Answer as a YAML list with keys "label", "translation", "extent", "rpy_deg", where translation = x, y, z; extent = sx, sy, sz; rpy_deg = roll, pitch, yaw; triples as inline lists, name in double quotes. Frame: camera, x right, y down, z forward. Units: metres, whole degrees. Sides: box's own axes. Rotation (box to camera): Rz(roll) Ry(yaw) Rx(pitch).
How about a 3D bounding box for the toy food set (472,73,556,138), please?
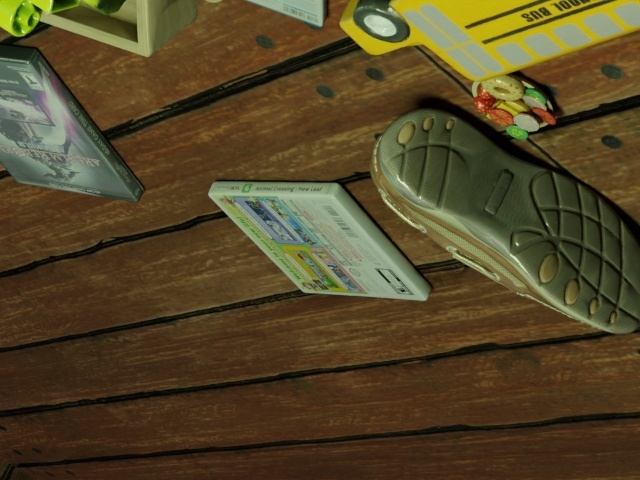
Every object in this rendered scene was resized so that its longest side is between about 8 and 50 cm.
- label: "toy food set"
  translation: [0.179, -0.127, 1.698]
  extent: [0.083, 0.020, 0.083]
  rpy_deg: [29, 155, -9]

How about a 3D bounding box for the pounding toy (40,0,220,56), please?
- label: "pounding toy"
  translation: [-0.150, -0.266, 1.630]
  extent: [0.206, 0.094, 0.181]
  rpy_deg: [20, 132, 22]

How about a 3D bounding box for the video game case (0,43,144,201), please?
- label: "video game case"
  translation: [-0.348, -0.142, 2.163]
  extent: [0.196, 0.026, 0.274]
  rpy_deg: [10, 150, 31]

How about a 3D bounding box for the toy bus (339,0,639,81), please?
- label: "toy bus"
  translation: [0.162, -0.214, 1.439]
  extent: [0.130, 0.108, 0.333]
  rpy_deg: [36, 153, -25]

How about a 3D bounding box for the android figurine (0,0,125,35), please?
- label: "android figurine"
  translation: [-0.269, -0.309, 1.584]
  extent: [0.273, 0.056, 0.248]
  rpy_deg: [33, 124, 21]

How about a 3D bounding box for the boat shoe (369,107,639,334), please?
- label: "boat shoe"
  translation: [0.187, -0.016, 1.813]
  extent: [0.324, 0.123, 0.116]
  rpy_deg: [37, 161, -10]

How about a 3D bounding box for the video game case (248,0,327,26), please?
- label: "video game case"
  translation: [-0.051, -0.263, 1.653]
  extent: [0.119, 0.015, 0.166]
  rpy_deg: [21, 155, 11]

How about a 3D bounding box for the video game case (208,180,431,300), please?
- label: "video game case"
  translation: [0.000, 0.000, 2.117]
  extent: [0.193, 0.023, 0.212]
  rpy_deg: [2, 148, 41]
